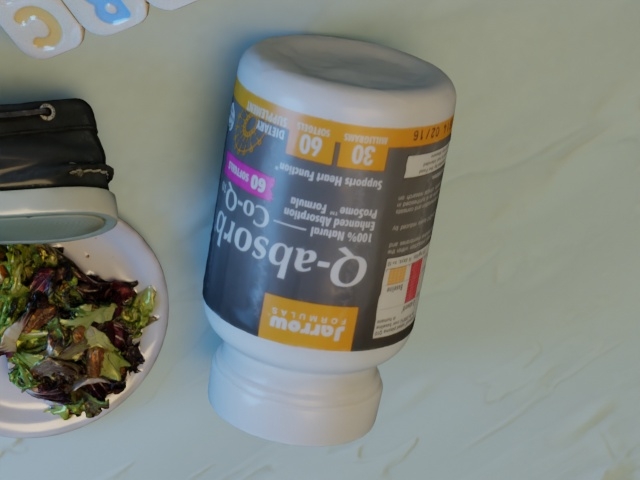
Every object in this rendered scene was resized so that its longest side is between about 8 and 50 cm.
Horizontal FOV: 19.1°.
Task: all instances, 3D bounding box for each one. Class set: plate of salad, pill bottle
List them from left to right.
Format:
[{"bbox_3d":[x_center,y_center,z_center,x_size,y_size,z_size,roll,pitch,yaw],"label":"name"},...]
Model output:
[{"bbox_3d":[-0.208,0.064,1.422,0.200,0.048,0.200,-7,114,-17],"label":"plate of salad"},{"bbox_3d":[0.000,0.000,1.403,0.162,0.162,0.278,2,111,-20],"label":"pill bottle"}]

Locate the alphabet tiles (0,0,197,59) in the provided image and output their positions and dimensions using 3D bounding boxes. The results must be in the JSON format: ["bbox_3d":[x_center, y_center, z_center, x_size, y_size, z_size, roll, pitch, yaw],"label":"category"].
[{"bbox_3d":[-0.205,-0.238,1.210,0.284,0.021,0.278,-16,126,31],"label":"alphabet tiles"}]

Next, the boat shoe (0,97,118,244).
[{"bbox_3d":[-0.307,-0.064,1.300,0.340,0.127,0.113,0,75,-16],"label":"boat shoe"}]
